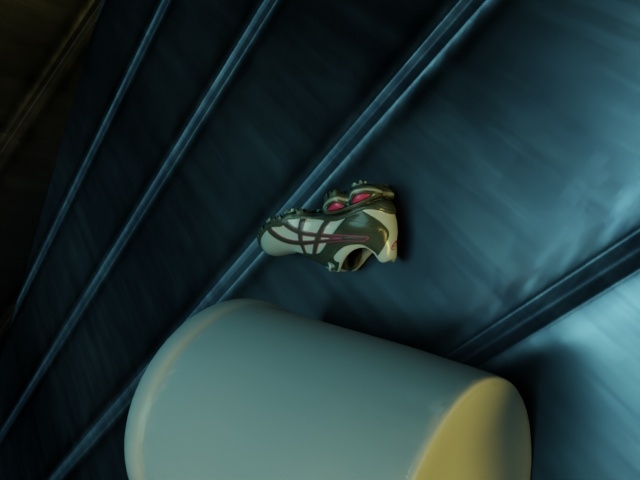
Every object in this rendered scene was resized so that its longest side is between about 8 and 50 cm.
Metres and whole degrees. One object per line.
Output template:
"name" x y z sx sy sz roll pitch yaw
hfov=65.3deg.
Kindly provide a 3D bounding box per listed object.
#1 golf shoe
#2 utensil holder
"golf shoe" 0.000 0.000 0.781 0.272 0.105 0.120 -19 81 43
"utensil holder" 0.007 0.262 0.604 0.385 0.327 0.328 6 91 42
